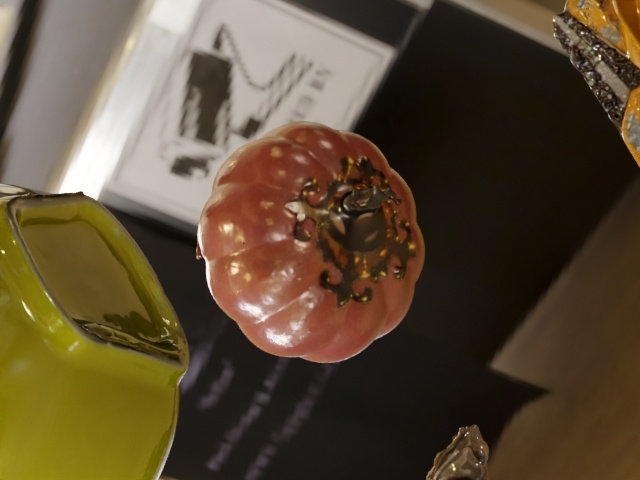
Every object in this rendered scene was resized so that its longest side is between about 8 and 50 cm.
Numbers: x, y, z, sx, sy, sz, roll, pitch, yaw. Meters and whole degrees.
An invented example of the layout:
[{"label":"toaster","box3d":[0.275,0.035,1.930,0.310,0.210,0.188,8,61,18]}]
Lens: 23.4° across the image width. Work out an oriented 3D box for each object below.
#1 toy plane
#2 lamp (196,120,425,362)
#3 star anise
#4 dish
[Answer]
[{"label":"toy plane","box3d":[0.327,-0.079,1.330,0.204,0.316,0.103,-12,9,29]},{"label":"lamp","box3d":[0.000,0.000,1.144,0.140,0.182,0.182,-11,57,54]},{"label":"star anise","box3d":[0.099,0.195,1.125,0.129,0.056,0.124,95,-169,-85]},{"label":"dish","box3d":[-0.152,0.043,0.782,0.108,0.221,0.262,-35,-16,12]}]
